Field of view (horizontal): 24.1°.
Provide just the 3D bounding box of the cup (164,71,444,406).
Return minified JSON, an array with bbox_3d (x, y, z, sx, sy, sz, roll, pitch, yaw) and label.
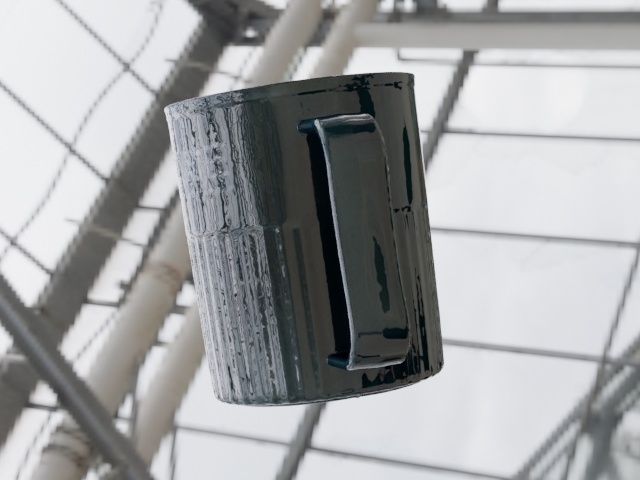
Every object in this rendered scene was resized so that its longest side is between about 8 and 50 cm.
[{"bbox_3d":[0.011,-0.002,1.414,0.242,0.308,0.292,-9,-87,-45],"label":"cup"}]
